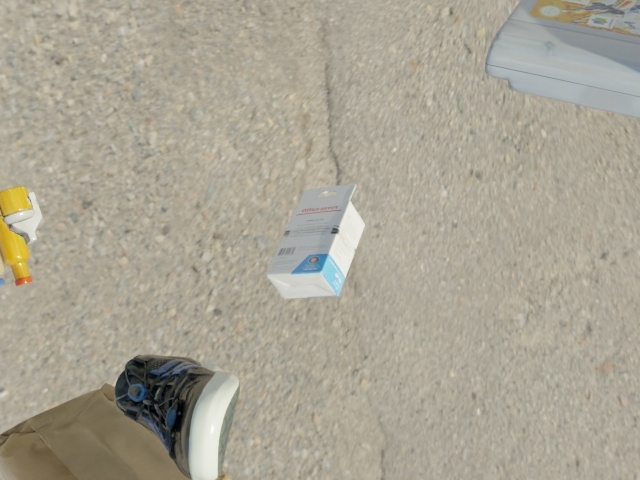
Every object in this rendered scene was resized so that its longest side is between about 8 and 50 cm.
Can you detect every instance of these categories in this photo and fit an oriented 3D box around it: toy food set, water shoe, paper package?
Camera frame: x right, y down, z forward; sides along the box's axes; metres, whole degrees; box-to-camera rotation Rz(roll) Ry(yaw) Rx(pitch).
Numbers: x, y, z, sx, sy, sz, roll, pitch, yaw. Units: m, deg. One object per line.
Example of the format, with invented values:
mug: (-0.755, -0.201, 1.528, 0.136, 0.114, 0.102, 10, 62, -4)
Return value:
toy food set: (-0.424, 0.007, 1.111, 0.232, 0.111, 0.104, -19, 90, 61)
water shoe: (-0.106, 0.119, 0.588, 0.080, 0.203, 0.073, 14, 82, -10)
paper package: (-0.202, 0.376, 0.967, 0.309, 0.168, 0.325, 19, 128, 49)

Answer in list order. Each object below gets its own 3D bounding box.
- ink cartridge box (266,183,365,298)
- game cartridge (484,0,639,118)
ink cartridge box: (0.000, 0.000, 0.600, 0.048, 0.083, 0.028, -4, 137, 33)
game cartridge: (0.312, -0.228, 0.896, 0.198, 0.297, 0.062, 13, 129, 22)
